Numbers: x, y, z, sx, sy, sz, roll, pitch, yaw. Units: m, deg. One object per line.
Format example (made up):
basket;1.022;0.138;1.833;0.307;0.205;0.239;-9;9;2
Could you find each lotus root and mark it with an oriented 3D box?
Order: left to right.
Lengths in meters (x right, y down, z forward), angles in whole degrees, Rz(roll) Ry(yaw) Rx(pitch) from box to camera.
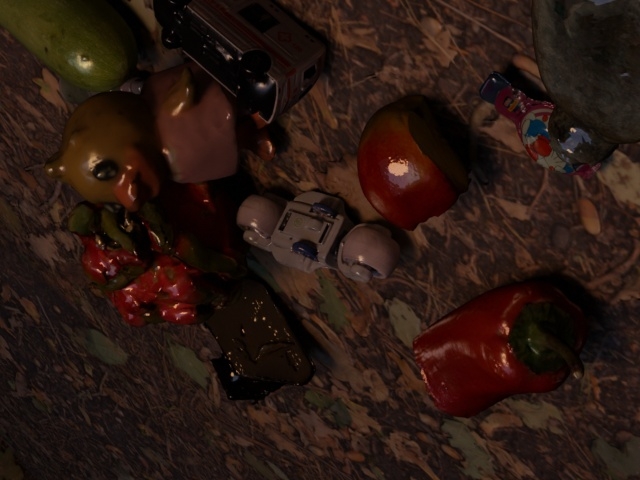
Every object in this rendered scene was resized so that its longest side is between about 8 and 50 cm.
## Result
lotus root;0.255;-0.195;1.050;0.175;0.175;0.349;30;151;24

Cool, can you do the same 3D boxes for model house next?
model house;-0.109;0.153;1.993;0.164;0.141;0.203;110;135;-81

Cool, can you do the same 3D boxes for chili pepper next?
chili pepper;0.235;0.111;1.474;0.134;0.131;0.338;69;155;8

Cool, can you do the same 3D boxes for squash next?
squash;-0.388;-0.328;1.724;0.370;0.118;0.118;40;150;18

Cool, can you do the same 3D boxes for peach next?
peach;0.095;-0.085;1.438;0.118;0.151;0.151;-32;106;14

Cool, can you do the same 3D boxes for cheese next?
cheese;0.222;-0.116;1.300;0.145;0.038;0.095;41;150;5

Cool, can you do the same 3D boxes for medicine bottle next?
medicine bottle;-0.289;-0.215;1.792;0.199;0.057;0.057;10;135;46

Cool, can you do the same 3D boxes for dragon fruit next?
dragon fruit;-0.216;0.005;1.765;0.303;0.231;0.237;55;-159;-83

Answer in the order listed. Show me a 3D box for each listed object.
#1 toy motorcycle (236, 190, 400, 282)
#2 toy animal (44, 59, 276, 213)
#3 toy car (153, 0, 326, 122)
toy motorcycle;0.000;0.000;1.679;0.254;0.112;0.112;17;140;37
toy animal;-0.205;-0.130;1.598;0.169;0.281;0.195;51;158;33
toy car;-0.096;-0.237;1.484;0.210;0.108;0.089;41;153;16
